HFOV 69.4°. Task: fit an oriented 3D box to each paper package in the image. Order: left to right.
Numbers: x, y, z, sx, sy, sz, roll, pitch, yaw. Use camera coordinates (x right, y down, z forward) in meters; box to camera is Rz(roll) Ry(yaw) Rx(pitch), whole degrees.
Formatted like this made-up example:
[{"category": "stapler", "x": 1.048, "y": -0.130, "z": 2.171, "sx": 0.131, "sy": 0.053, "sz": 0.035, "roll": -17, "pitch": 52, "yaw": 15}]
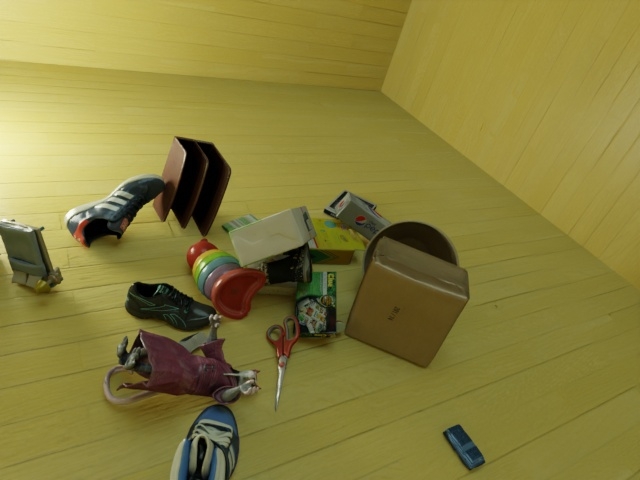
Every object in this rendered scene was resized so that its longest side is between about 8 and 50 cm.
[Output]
[{"category": "paper package", "x": 0.271, "y": 0.197, "z": 1.473, "sx": 0.310, "sy": 0.324, "sz": 0.168, "roll": 22, "pitch": 35, "yaw": 7}]

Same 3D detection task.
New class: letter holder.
[{"category": "letter holder", "x": -0.464, "y": -0.183, "z": 1.663, "sx": 0.152, "sy": 0.301, "sz": 0.214, "roll": 2, "pitch": 38, "yaw": -41}]

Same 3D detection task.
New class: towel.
[{"category": "towel", "x": -0.298, "y": -0.051, "z": 1.824, "sx": 0.113, "sy": 0.023, "sz": 0.152, "roll": 36, "pitch": 41, "yaw": 27}, {"category": "towel", "x": 0.400, "y": 0.570, "z": 1.283, "sx": 0.067, "sy": 0.029, "sz": 0.119, "roll": -6, "pitch": 42, "yaw": -31}]

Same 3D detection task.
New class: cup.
[{"category": "cup", "x": 0.327, "y": 0.081, "z": 1.707, "sx": 0.332, "sy": 0.330, "sz": 0.237, "roll": 23, "pitch": 9, "yaw": 6}]

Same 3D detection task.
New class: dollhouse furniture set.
[{"category": "dollhouse furniture set", "x": -0.893, "y": 0.018, "z": 1.236, "sx": 0.304, "sy": 0.286, "sz": 0.198, "roll": 14, "pitch": 34, "yaw": 13}]

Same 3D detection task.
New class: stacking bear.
[{"category": "stacking bear", "x": -0.336, "y": 0.098, "z": 1.490, "sx": 0.164, "sy": 0.175, "sz": 0.289, "roll": 20, "pitch": 12, "yaw": -46}]

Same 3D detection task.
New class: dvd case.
[{"category": "dvd case", "x": 0.141, "y": -0.147, "z": 2.136, "sx": 0.180, "sy": 0.029, "sz": 0.238, "roll": 27, "pitch": 37, "yaw": 12}]

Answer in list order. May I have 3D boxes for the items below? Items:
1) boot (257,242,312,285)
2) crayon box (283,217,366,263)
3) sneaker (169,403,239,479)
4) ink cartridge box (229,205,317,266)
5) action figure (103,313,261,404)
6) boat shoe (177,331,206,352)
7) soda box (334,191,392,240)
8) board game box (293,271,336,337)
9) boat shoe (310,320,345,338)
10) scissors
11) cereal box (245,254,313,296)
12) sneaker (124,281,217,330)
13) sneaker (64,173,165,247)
[{"category": "boot", "x": -0.121, "y": 0.076, "z": 1.572, "sx": 0.179, "sy": 0.085, "sz": 0.236, "roll": -7, "pitch": 26, "yaw": -1}, {"category": "crayon box", "x": 0.000, "y": 0.000, "z": 1.830, "sx": 0.319, "sy": 0.081, "sz": 0.202, "roll": 2, "pitch": 38, "yaw": -20}, {"category": "sneaker", "x": -0.235, "y": 0.446, "z": 0.990, "sx": 0.130, "sy": 0.236, "sz": 0.322, "roll": 15, "pitch": 36, "yaw": -4}, {"category": "ink cartridge box", "x": -0.137, "y": -0.024, "z": 1.512, "sx": 0.207, "sy": 0.119, "sz": 0.353, "roll": -20, "pitch": 3, "yaw": 9}, {"category": "action figure", "x": -0.313, "y": 0.350, "z": 1.157, "sx": 0.371, "sy": 0.275, "sz": 0.248, "roll": 25, "pitch": 21, "yaw": -32}, {"category": "boat shoe", "x": -0.381, "y": 0.296, "z": 1.301, "sx": 0.125, "sy": 0.038, "sz": 0.046, "roll": -31, "pitch": 99, "yaw": -41}, {"category": "soda box", "x": 0.198, "y": -0.073, "z": 1.905, "sx": 0.286, "sy": 0.098, "sz": 0.091, "roll": 34, "pitch": 23, "yaw": -20}, {"category": "board game box", "x": -0.014, "y": 0.203, "z": 1.506, "sx": 0.136, "sy": 0.030, "sz": 0.259, "roll": -2, "pitch": 42, "yaw": 4}, {"category": "boat shoe", "x": 0.010, "y": 0.284, "z": 1.485, "sx": 0.137, "sy": 0.048, "sz": 0.043, "roll": -10, "pitch": 5, "yaw": -14}, {"category": "scissors", "x": -0.100, "y": 0.341, "z": 1.334, "sx": 0.109, "sy": 0.021, "sz": 0.297, "roll": -21, "pitch": 39, "yaw": 6}, {"category": "cereal box", "x": -0.143, "y": 0.119, "z": 1.634, "sx": 0.241, "sy": 0.047, "sz": 0.172, "roll": 7, "pitch": 39, "yaw": -17}, {"category": "sneaker", "x": -0.438, "y": 0.190, "z": 1.363, "sx": 0.268, "sy": 0.106, "sz": 0.101, "roll": 12, "pitch": 34, "yaw": -11}, {"category": "sneaker", "x": -0.671, "y": -0.093, "z": 1.573, "sx": 0.350, "sy": 0.131, "sz": 0.148, "roll": -34, "pitch": 62, "yaw": -15}]
